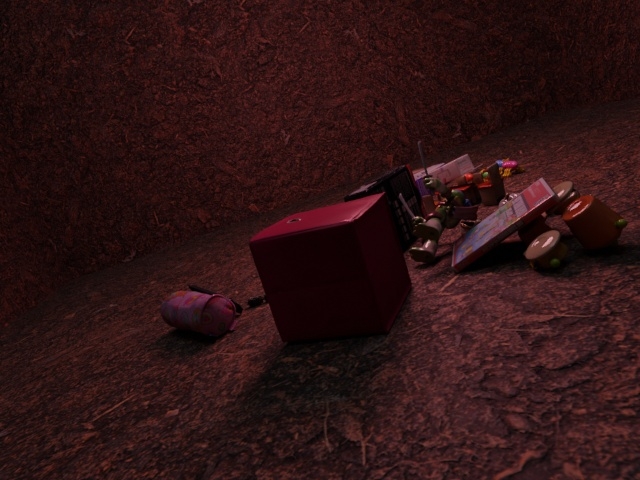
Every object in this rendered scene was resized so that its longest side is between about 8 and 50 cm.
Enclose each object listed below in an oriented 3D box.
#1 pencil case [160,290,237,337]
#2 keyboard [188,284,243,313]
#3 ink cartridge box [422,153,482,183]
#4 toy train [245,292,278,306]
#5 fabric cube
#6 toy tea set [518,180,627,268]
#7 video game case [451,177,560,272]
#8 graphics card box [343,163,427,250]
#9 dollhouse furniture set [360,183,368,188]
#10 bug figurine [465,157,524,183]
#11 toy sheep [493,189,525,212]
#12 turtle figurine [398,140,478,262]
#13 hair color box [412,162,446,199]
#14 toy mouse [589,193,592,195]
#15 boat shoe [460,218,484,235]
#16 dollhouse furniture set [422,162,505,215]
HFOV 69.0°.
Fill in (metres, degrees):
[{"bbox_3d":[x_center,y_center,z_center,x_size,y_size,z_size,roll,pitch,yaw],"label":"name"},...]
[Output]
[{"bbox_3d":[-0.355,0.210,1.348,0.124,0.124,0.284,-29,16,-39],"label":"pencil case"},{"bbox_3d":[-0.314,0.181,1.420,0.180,0.108,0.023,14,60,32],"label":"keyboard"},{"bbox_3d":[0.508,-0.270,1.794,0.115,0.067,0.198,-29,5,-43],"label":"ink cartridge box"},{"bbox_3d":[-0.152,0.169,1.418,0.158,0.027,0.036,-17,9,7],"label":"toy train"},{"bbox_3d":[0.034,0.058,1.086,0.258,0.259,0.254,-12,13,28],"label":"fabric cube"},{"bbox_3d":[0.572,-0.027,1.101,0.200,0.124,0.336,-46,6,21],"label":"toy tea set"},{"bbox_3d":[0.455,-0.042,1.175,0.285,0.025,0.204,-41,2,25],"label":"video game case"},{"bbox_3d":[0.230,-0.094,1.521,0.094,0.232,0.371,-14,13,34],"label":"graphics card box"},{"bbox_3d":[0.159,-0.116,1.836,0.129,0.183,0.129,-18,12,5],"label":"dollhouse furniture set"},{"bbox_3d":[0.755,-0.306,2.055,0.279,0.072,0.216,-21,13,-12],"label":"bug figurine"},{"bbox_3d":[0.576,-0.101,1.384,0.132,0.091,0.091,-8,11,-6],"label":"toy sheep"},{"bbox_3d":[0.297,-0.083,1.343,0.198,0.275,0.266,-44,10,47],"label":"turtle figurine"},{"bbox_3d":[0.461,-0.266,2.237,0.185,0.110,0.339,-9,14,42],"label":"hair color box"},{"bbox_3d":[0.701,-0.101,1.333,0.143,0.031,0.161,-14,13,21],"label":"toy mouse"},{"bbox_3d":[0.468,-0.040,1.375,0.050,0.045,0.135,-28,15,-36],"label":"boat shoe"},{"bbox_3d":[0.543,-0.197,1.737,0.262,0.135,0.259,-28,16,-38],"label":"dollhouse furniture set"}]
